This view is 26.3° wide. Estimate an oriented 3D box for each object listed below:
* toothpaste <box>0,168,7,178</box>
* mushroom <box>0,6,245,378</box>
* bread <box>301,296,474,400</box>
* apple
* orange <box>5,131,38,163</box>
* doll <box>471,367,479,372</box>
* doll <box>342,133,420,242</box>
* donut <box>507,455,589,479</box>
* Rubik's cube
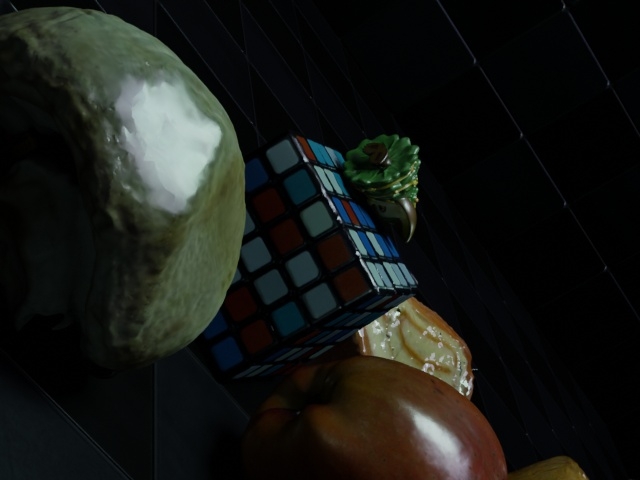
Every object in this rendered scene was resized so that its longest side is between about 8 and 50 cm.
[{"bbox_3d":[-0.231,-0.022,1.049,0.233,0.038,0.060,43,16,-44],"label":"toothpaste"},{"bbox_3d":[-0.136,-0.046,0.971,0.189,0.164,0.267,-15,86,-42],"label":"mushroom"},{"bbox_3d":[0.072,0.143,1.585,0.244,0.123,0.190,35,53,-36],"label":"bread"},{"bbox_3d":[0.048,0.209,1.192,0.234,0.234,0.234,55,13,-19],"label":"apple"},{"bbox_3d":[-0.195,-0.088,1.125,0.117,0.135,0.136,-26,84,-42],"label":"orange"},{"bbox_3d":[0.114,0.157,1.821,0.192,0.149,0.095,8,94,-65],"label":"doll"},{"bbox_3d":[0.081,-0.057,1.399,0.113,0.076,0.078,49,6,-41],"label":"doll"},{"bbox_3d":[0.371,0.471,2.005,0.317,0.150,0.299,45,18,-51],"label":"donut"},{"bbox_3d":[-0.036,0.020,1.368,0.184,0.187,0.182,59,13,11],"label":"Rubik's cube"}]
